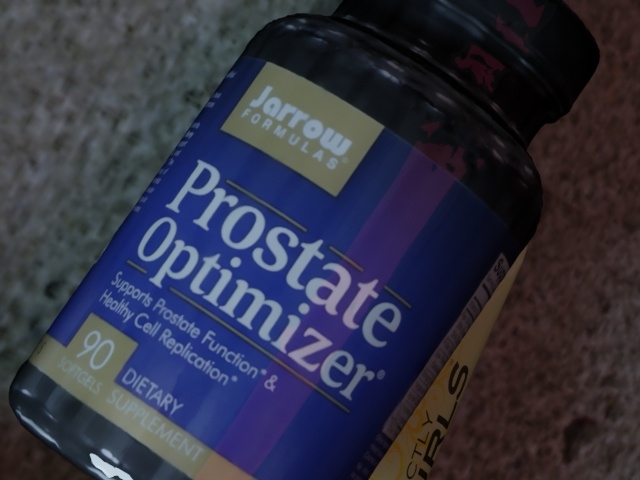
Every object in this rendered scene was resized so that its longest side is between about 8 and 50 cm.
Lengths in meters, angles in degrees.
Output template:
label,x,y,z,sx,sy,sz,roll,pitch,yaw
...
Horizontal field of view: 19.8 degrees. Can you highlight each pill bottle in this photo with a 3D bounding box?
label,x,y,z,sx,sy,sz,roll,pitch,yaw
pill bottle,0.000,0.000,0.644,0.123,0.123,0.219,38,82,-36

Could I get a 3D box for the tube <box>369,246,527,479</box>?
label,x,y,z,sx,sy,sz,roll,pitch,yaw
tube,0.009,0.090,0.720,0.070,0.062,0.240,70,43,-75
